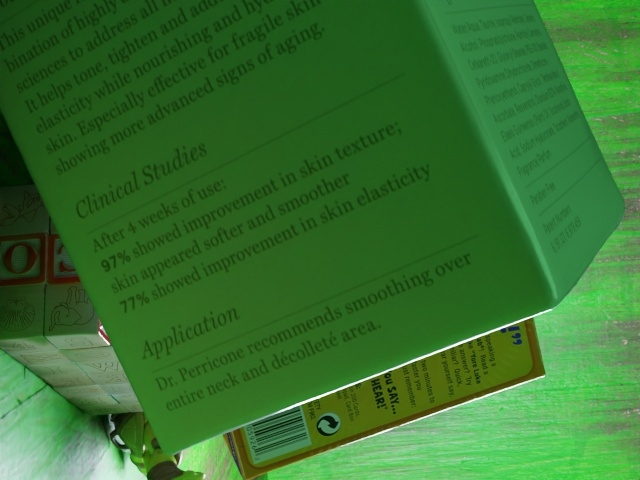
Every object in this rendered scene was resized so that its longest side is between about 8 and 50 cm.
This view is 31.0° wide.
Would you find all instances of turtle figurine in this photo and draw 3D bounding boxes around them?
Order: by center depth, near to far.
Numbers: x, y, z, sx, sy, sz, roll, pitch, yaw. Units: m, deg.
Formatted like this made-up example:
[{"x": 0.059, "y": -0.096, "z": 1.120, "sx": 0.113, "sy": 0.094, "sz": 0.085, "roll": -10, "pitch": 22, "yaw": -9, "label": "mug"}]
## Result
[{"x": -0.177, "y": 0.191, "z": 1.224, "sx": 0.217, "sy": 0.087, "sz": 0.269, "roll": -117, "pitch": -144, "yaw": -43, "label": "turtle figurine"}]

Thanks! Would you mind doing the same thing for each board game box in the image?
[{"x": 0.000, "y": 0.000, "z": 1.351, "sx": 0.356, "sy": 0.356, "sz": 0.356, "roll": -139, "pitch": -147, "yaw": -71, "label": "board game box"}]

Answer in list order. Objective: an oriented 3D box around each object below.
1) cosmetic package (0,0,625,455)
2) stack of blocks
[{"x": -0.006, "y": -0.107, "z": 0.903, "sx": 0.394, "sy": 0.329, "sz": 0.327, "roll": 66, "pitch": 26, "yaw": -2, "label": "cosmetic package"}, {"x": -0.204, "y": 0.043, "z": 1.039, "sx": 0.297, "sy": 0.087, "sz": 0.171, "roll": 79, "pitch": 7, "yaw": -70, "label": "stack of blocks"}]
